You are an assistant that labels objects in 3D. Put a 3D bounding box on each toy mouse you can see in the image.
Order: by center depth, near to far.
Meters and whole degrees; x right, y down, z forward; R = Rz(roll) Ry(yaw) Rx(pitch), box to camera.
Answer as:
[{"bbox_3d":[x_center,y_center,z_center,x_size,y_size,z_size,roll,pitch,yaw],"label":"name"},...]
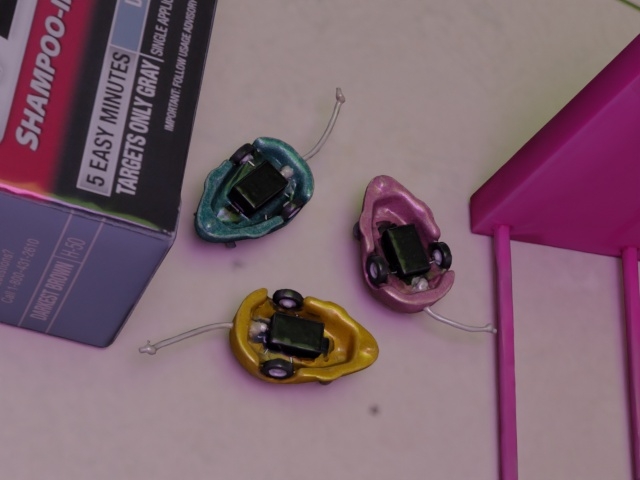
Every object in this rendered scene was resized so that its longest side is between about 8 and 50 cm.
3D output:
[{"bbox_3d":[0.000,0.000,0.751,0.161,0.031,0.143,9,62,-16],"label":"toy mouse"}]

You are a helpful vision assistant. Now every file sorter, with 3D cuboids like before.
[{"bbox_3d":[0.238,0.045,0.727,0.291,0.202,0.182,9,64,-17],"label":"file sorter"}]

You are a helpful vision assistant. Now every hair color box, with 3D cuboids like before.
[{"bbox_3d":[-0.233,-0.104,0.664,0.374,0.113,0.185,15,60,-13],"label":"hair color box"}]
